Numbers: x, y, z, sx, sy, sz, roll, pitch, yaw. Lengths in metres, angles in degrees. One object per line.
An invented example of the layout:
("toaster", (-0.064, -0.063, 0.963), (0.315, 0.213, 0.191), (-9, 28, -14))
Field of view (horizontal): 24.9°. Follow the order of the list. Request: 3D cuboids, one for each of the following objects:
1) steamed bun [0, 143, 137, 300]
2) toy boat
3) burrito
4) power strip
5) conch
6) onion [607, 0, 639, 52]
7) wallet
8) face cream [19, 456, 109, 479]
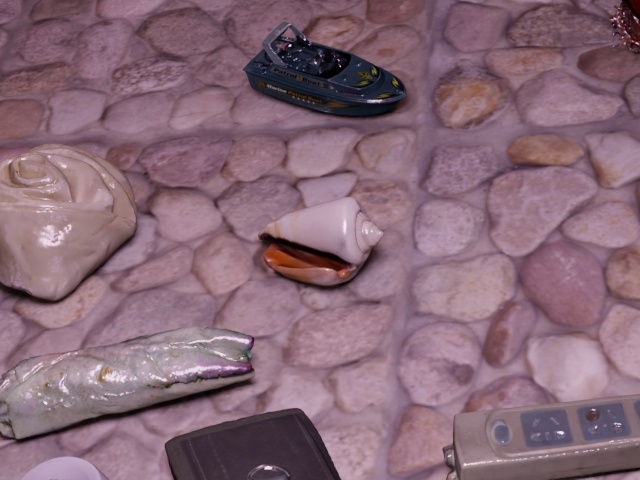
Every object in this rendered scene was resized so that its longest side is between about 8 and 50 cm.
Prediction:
("steamed bun", (-0.349, -0.048, 1.827), (0.211, 0.144, 0.218), (28, 53, 37))
("toy boat", (0.010, -0.228, 1.993), (0.246, 0.103, 0.093), (19, 48, 27))
("burrito", (-0.224, 0.151, 1.632), (0.309, 0.066, 0.096), (-12, 46, -1))
("power strip", (0.267, 0.204, 1.482), (0.286, 0.048, 0.080), (-6, 42, 3))
("conch", (-0.005, 0.000, 1.740), (0.176, 0.104, 0.094), (0, 2, 18))
("onion", (0.506, -0.353, 1.936), (0.347, 0.285, 0.347), (24, 42, -24))
("wallet", (-0.059, 0.263, 1.484), (0.168, 0.052, 0.245), (-16, 38, -11))
("face cream", (-0.252, 0.284, 1.454), (0.117, 0.104, 0.117), (-7, 41, 6))
